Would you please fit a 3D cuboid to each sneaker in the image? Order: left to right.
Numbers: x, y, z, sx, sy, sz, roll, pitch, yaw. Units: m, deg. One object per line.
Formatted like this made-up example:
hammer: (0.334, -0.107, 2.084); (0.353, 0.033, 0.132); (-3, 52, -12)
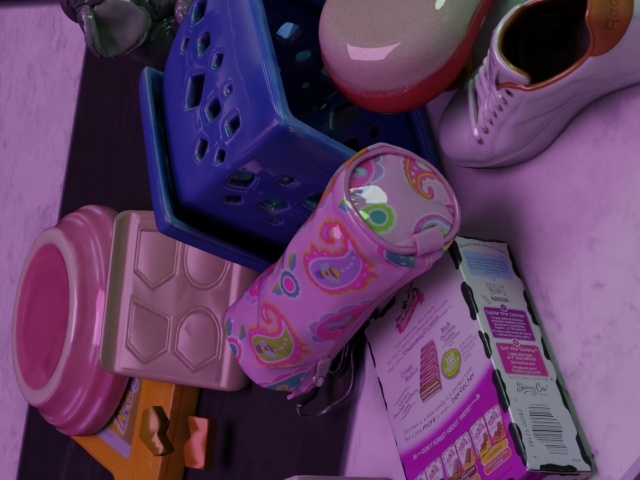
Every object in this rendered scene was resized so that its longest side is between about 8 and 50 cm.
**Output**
sneaker: (0.164, -0.145, 1.085); (0.290, 0.123, 0.106); (-34, 57, 53)

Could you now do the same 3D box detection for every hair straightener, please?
hair straightener: (0.018, 0.076, 1.347); (0.089, 0.047, 0.230); (18, 93, 59)

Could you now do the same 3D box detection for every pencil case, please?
pencil case: (0.013, 0.035, 1.176); (0.284, 0.124, 0.124); (-51, 42, 47)

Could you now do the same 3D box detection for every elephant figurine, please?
elephant figurine: (-0.282, -0.329, 1.762); (0.169, 0.239, 0.186); (-11, 74, 58)

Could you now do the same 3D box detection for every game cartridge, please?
game cartridge: (-0.254, 0.183, 1.784); (0.323, 0.052, 0.285); (19, 100, 60)

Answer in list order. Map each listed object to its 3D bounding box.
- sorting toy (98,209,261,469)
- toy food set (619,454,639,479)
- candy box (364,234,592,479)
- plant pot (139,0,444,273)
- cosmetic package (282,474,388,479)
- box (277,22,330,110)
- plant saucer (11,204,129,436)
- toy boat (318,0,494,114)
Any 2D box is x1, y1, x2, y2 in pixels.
sorting toy: (-0.175, 0.118, 1.610); (0.229, 0.041, 0.307); (3, 86, 34)
toy food set: (0.247, 0.172, 0.885); (0.232, 0.104, 0.111); (-60, 37, 33)
candy box: (0.129, 0.134, 1.127); (0.159, 0.071, 0.233); (-52, 42, 42)
plant pot: (-0.043, -0.103, 1.272); (0.212, 0.236, 0.236); (-37, 49, 32)
cosmetic package: (-0.005, 0.393, 1.256); (0.160, 0.113, 0.309); (-34, 56, 52)
box: (-0.041, -0.148, 1.451); (0.244, 0.100, 0.060); (-65, 35, 27)
plant saucer: (-0.359, 0.110, 1.850); (0.332, 0.084, 0.332); (-19, 68, 55)
toy boat: (0.099, -0.198, 1.199); (0.151, 0.151, 0.231); (4, 50, 32)
